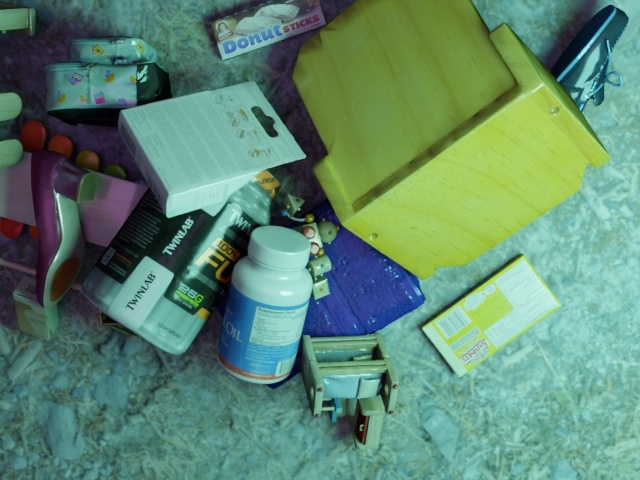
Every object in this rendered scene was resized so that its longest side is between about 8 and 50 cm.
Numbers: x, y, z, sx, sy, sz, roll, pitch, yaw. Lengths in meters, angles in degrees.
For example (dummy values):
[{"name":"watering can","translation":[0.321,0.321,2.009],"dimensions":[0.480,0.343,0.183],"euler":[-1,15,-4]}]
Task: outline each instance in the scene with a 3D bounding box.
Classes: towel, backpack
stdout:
[{"name":"towel","translation":[-0.010,0.077,1.625],"dimensions":[0.308,0.076,0.228],"euler":[-31,87,9]},{"name":"backpack","translation":[-0.339,-0.247,1.559],"dimensions":[0.188,0.166,0.144],"euler":[-8,95,3]}]

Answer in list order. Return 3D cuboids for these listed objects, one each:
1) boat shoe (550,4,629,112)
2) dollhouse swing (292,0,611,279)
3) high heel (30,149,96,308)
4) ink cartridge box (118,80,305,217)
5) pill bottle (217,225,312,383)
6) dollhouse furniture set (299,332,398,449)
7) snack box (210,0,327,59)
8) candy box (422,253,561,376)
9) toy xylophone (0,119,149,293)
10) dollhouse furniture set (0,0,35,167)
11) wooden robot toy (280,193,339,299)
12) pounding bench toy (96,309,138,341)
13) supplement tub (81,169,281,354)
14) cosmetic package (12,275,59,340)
[{"name":"boat shoe","translation":[0.399,-0.238,1.533],"dimensions":[0.089,0.109,0.258],"euler":[29,116,-6]},{"name":"dollhouse swing","translation":[0.179,-0.190,1.514],"dimensions":[0.347,0.305,0.315],"euler":[-36,137,21]},{"name":"high heel","translation":[-0.434,-0.019,1.572],"dimensions":[0.117,0.082,0.244],"euler":[24,111,23]},{"name":"ink cartridge box","translation":[-0.163,-0.142,1.477],"dimensions":[0.224,0.056,0.181],"euler":[-17,58,-27]},{"name":"pill bottle","translation":[-0.081,0.095,1.506],"dimensions":[0.124,0.124,0.221],"euler":[15,113,3]},{"name":"dollhouse furniture set","translation":[0.038,0.259,1.566],"dimensions":[0.129,0.129,0.184],"euler":[-1,122,-11]},{"name":"snack box","translation":[-0.083,-0.348,1.592],"dimensions":[0.178,0.022,0.064],"euler":[-18,97,7]},{"name":"candy box","translation":[0.278,0.123,1.620],"dimensions":[0.206,0.027,0.105],"euler":[-37,96,10]},{"name":"toy xylophone","translation":[-0.419,-0.046,1.638],"dimensions":[0.322,0.081,0.236],"euler":[24,100,2]},{"name":"dollhouse furniture set","translation":[-0.553,-0.252,1.584],"dimensions":[0.212,0.161,0.242],"euler":[19,114,32]},{"name":"wooden robot toy","translation":[0.000,0.000,1.545],"dimensions":[0.079,0.076,0.173],"euler":[-20,101,-22]},{"name":"pounding bench toy","translation":[-0.341,0.130,1.669],"dimensions":[0.065,0.052,0.083],"euler":[-1,98,6]},{"name":"supplement tub","translation":[-0.210,0.002,1.548],"dimensions":[0.193,0.193,0.316],"euler":[33,84,0]},{"name":"cosmetic package","translation":[-0.473,0.114,1.653],"dimensions":[0.060,0.041,0.115],"euler":[18,142,5]}]
